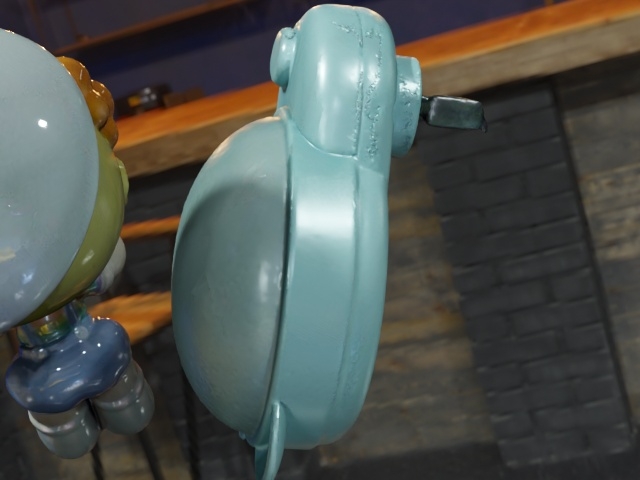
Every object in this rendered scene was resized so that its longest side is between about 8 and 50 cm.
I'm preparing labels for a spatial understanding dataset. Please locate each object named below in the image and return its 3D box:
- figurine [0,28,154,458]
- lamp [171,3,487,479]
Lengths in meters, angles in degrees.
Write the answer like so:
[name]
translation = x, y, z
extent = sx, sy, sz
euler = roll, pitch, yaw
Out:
[figurine]
translation = -0.198, 0.027, 0.864
extent = 0.224, 0.382, 0.205
euler = -32, 45, 2
[lamp]
translation = -0.012, -0.003, 0.731
extent = 0.147, 0.284, 0.209
euler = 25, 1, -13
